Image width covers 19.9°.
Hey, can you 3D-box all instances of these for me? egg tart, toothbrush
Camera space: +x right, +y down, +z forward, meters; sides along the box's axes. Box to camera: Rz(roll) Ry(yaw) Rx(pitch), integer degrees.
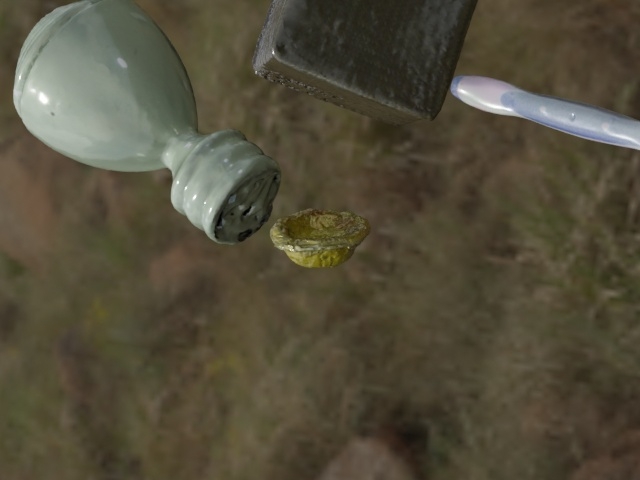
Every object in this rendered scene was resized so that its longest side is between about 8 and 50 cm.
[{"bbox_3d":[0.000,0.000,1.835,0.105,0.105,0.039,-129,33,-65],"label":"egg tart"},{"bbox_3d":[0.171,-0.054,0.954,0.269,0.027,0.021,21,89,43],"label":"toothbrush"}]

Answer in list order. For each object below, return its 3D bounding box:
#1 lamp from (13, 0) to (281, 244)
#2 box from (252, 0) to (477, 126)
[{"bbox_3d":[-0.108,-0.076,1.131,0.193,0.106,0.106,38,126,23],"label":"lamp"},{"bbox_3d":[0.065,-0.266,1.789,0.143,0.184,0.273,-179,108,-79],"label":"box"}]
